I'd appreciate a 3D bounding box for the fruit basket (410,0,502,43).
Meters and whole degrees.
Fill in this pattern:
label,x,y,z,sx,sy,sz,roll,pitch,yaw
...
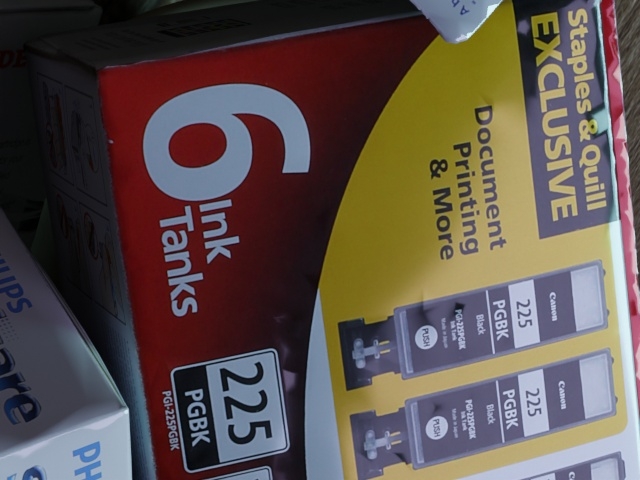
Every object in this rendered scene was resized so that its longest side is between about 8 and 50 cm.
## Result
label,x,y,z,sx,sy,sz,roll,pitch,yaw
fruit basket,0.037,-0.297,0.734,0.353,0.327,0.165,-49,-170,-21

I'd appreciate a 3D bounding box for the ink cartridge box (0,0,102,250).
label,x,y,z,sx,sy,sz,roll,pitch,yaw
ink cartridge box,-0.184,-0.023,0.785,0.139,0.082,0.191,-14,126,-59

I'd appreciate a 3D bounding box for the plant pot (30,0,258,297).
label,x,y,z,sx,sy,sz,roll,pitch,yaw
plant pot,-0.037,0.037,0.986,0.263,0.263,0.229,-54,172,-18

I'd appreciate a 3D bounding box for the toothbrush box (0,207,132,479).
label,x,y,z,sx,sy,sz,roll,pitch,yaw
toothbrush box,-0.223,0.141,0.696,0.295,0.126,0.216,-19,138,-23

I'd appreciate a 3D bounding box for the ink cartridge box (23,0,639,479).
label,x,y,z,sx,sy,sz,roll,pitch,yaw
ink cartridge box,0.044,0.051,0.775,0.272,0.130,0.309,-13,104,-19
